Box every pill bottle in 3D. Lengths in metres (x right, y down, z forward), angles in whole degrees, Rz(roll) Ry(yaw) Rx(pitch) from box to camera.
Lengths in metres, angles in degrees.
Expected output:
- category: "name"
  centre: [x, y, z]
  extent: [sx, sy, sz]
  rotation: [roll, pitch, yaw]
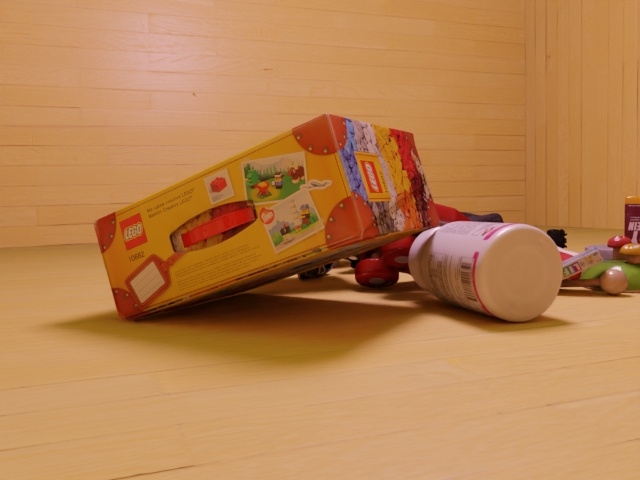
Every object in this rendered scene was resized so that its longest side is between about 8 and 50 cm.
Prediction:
- category: "pill bottle"
  centre: [0.280, 0.046, 1.147]
  extent: [0.160, 0.160, 0.283]
  rotation: [-3, 4, -18]

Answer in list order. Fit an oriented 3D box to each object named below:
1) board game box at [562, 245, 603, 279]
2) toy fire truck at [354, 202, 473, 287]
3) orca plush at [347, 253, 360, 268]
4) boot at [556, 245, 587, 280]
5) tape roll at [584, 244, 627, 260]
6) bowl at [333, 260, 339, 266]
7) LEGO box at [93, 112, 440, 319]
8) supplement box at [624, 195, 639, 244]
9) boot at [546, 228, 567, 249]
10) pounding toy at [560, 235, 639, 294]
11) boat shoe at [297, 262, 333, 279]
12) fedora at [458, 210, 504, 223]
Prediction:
- category: "board game box"
  centre: [0.510, 0.061, 1.335]
  extent: [0.154, 0.026, 0.103]
  rotation: [-29, -7, 21]
- category: "toy fire truck"
  centre: [0.225, 0.003, 1.425]
  extent: [0.254, 0.169, 0.302]
  rotation: [11, -27, -20]
- category: "orca plush"
  centre: [0.125, 0.035, 1.850]
  extent: [0.102, 0.151, 0.287]
  rotation: [-35, -10, 27]
- category: "boot"
  centre: [0.499, 0.054, 1.553]
  extent: [0.176, 0.088, 0.244]
  rotation: [-4, 8, -21]
- category: "tape roll"
  centre: [0.765, 0.051, 1.562]
  extent: [0.219, 0.072, 0.219]
  rotation: [-1, 3, 0]
- category: "bowl"
  centre: [0.000, 0.000, 1.966]
  extent: [0.289, 0.156, 0.289]
  rotation: [-1, 3, 0]
- category: "LEGO box"
  centre: [-0.087, -0.032, 1.168]
  extent: [0.500, 0.193, 0.372]
  rotation: [-20, -6, 28]
- category: "supplement box"
  centre: [0.917, -0.025, 1.744]
  extent: [0.129, 0.194, 0.191]
  rotation: [2, 5, 35]
- category: "boot"
  centre: [0.693, 0.016, 1.919]
  extent: [0.121, 0.099, 0.045]
  rotation: [-3, 3, -29]
- category: "pounding toy"
  centre: [0.641, 0.048, 1.373]
  extent: [0.237, 0.110, 0.183]
  rotation: [-3, 4, -29]
- category: "boat shoe"
  centre: [-0.015, 0.062, 1.667]
  extent: [0.065, 0.075, 0.206]
  rotation: [-4, -1, 13]
- category: "fedora"
  centre: [0.429, -0.005, 1.825]
  extent: [0.334, 0.152, 0.334]
  rotation: [1, 6, 0]
